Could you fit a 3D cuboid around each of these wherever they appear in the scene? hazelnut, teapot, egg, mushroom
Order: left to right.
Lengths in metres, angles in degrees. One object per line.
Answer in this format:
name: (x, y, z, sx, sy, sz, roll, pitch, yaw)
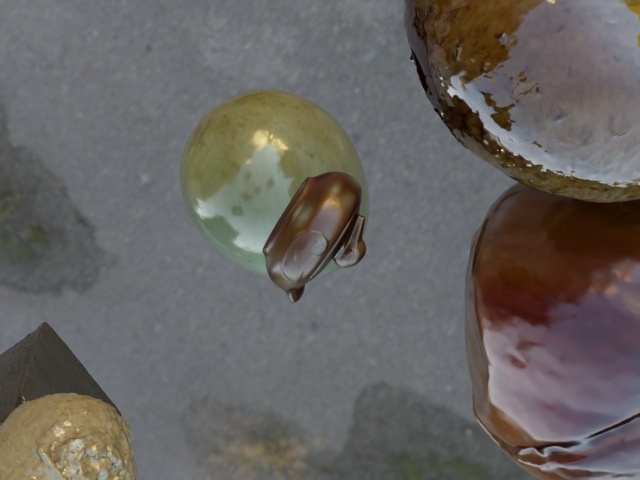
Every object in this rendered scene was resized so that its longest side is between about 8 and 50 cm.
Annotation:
egg: (-0.184, 0.170, 0.938, 0.116, 0.118, 0.140, 61, 143, 37)
egg: (-0.046, -0.059, 1.660, 0.218, 0.218, 0.295, -4, 148, 34)
teapot: (0.000, 0.000, 1.161, 0.078, 0.098, 0.129, 32, 121, -6)
mushroom: (0.230, -0.190, 1.197, 0.356, 0.334, 0.331, 147, 100, -79)
hazelnut: (0.303, 0.084, 1.316, 0.372, 0.315, 0.372, 26, 147, 19)

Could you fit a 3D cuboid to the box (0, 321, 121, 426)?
box: (-0.362, 0.245, 1.670, 0.143, 0.273, 0.184, -33, 108, 4)
